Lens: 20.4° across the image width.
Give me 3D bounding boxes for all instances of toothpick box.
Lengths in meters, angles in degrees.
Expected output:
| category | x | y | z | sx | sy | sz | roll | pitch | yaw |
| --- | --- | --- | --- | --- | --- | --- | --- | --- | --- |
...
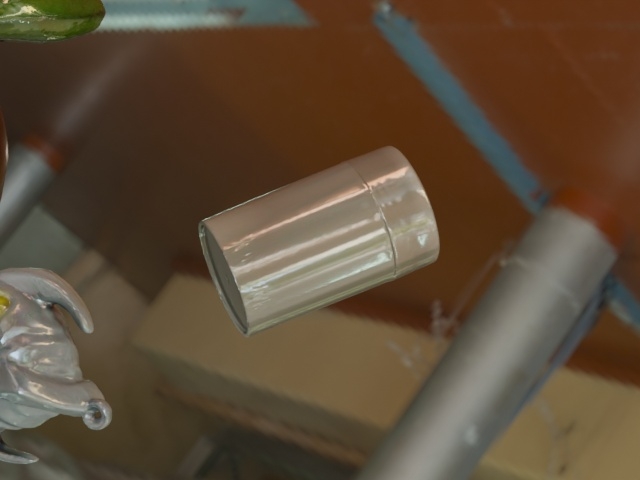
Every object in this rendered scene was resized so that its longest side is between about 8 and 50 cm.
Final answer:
| category | x | y | z | sx | sy | sz | roll | pitch | yaw |
| --- | --- | --- | --- | --- | --- | --- | --- | --- | --- |
| toothpick box | 0.000 | 0.000 | 1.502 | 0.111 | 0.180 | 0.111 | 158 | 90 | -77 |

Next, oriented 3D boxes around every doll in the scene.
| category | x | y | z | sx | sy | sz | roll | pitch | yaw |
| --- | --- | --- | --- | --- | --- | --- | --- | --- | --- |
| doll | -0.194 | 0.051 | 0.981 | 0.194 | 0.104 | 0.062 | 29 | 173 | 15 |

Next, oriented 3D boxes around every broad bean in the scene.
| category | x | y | z | sx | sy | sz | roll | pitch | yaw |
| --- | --- | --- | --- | --- | --- | --- | --- | --- | --- |
| broad bean | -0.255 | -0.158 | 1.242 | 0.254 | 0.046 | 0.065 | -9 | -163 | -44 |

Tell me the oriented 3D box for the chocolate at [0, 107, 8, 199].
| category | x | y | z | sx | sy | sz | roll | pitch | yaw |
| --- | --- | --- | --- | --- | --- | --- | --- | --- | --- |
| chocolate | -0.435 | -0.043 | 1.594 | 0.383 | 0.331 | 0.384 | 18 | 150 | 11 |
